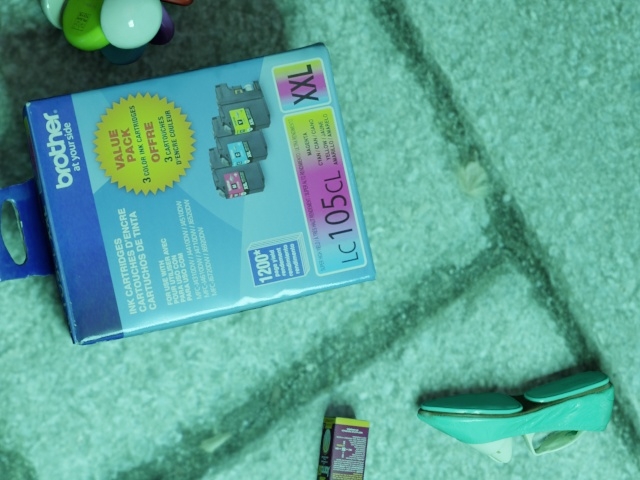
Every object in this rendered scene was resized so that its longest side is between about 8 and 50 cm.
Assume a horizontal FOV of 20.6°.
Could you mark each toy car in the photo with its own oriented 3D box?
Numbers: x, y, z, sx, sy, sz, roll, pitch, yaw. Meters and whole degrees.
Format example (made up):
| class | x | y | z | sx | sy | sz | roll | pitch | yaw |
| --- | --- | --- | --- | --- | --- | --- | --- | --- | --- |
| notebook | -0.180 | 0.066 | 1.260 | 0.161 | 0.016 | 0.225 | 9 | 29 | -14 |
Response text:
| class | x | y | z | sx | sy | sz | roll | pitch | yaw |
| --- | --- | --- | --- | --- | --- | --- | --- | --- | --- |
| toy car | -0.207 | -0.274 | 1.947 | 0.182 | 0.159 | 0.136 | -60 | 139 | -13 |

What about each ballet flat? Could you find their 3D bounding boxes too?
| class | x | y | z | sx | sy | sz | roll | pitch | yaw |
| --- | --- | --- | --- | --- | --- | --- | --- | --- | --- |
| ballet flat | 0.235 | 0.217 | 2.069 | 0.247 | 0.083 | 0.087 | -8 | 102 | -16 |

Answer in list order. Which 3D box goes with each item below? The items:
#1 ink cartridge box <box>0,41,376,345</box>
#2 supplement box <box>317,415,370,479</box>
| class | x | y | z | sx | sy | sz | roll | pitch | yaw |
| --- | --- | --- | --- | --- | --- | --- | --- | --- | --- |
| ink cartridge box | -0.165 | -0.042 | 1.909 | 0.395 | 0.151 | 0.270 | -13 | 90 | -9 |
| supplement box | 0.026 | 0.245 | 2.010 | 0.043 | 0.055 | 0.083 | 8 | 82 | -16 |
